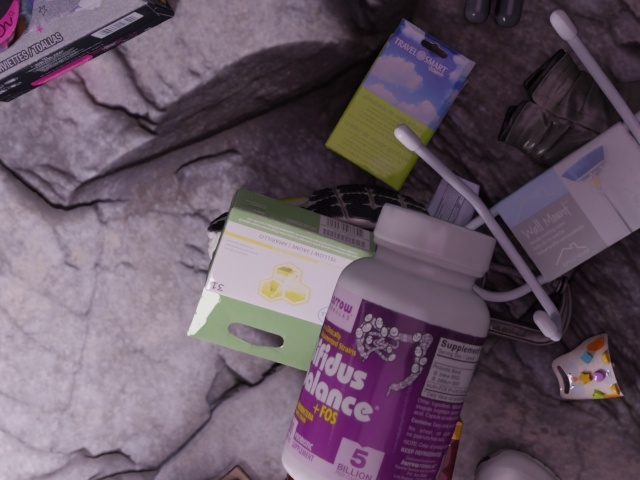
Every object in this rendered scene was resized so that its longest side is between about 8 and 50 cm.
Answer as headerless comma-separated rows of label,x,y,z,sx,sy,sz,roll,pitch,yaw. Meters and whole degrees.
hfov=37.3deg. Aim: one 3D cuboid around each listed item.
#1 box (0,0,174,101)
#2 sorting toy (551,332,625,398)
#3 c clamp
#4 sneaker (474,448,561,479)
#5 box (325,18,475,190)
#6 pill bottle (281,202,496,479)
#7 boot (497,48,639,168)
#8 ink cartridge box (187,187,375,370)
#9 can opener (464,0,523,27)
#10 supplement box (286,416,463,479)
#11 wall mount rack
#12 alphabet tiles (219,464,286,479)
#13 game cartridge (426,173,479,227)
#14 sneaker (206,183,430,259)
box,-0.322,-0.276,1.102,0.247,0.163,0.142,-26,96,6
sorting toy,0.331,0.168,1.184,0.075,0.045,0.083,-16,96,24
c clamp,0.242,0.059,1.177,0.161,0.022,0.137,21,101,0
sneaker,0.285,0.393,1.165,0.111,0.129,0.297,-29,93,8
box,0.096,-0.164,1.151,0.109,0.042,0.178,31,97,-1
pill bottle,0.079,0.120,0.999,0.169,0.169,0.301,18,92,1
boot,0.336,-0.174,1.115,0.161,0.083,0.246,40,102,-1
ink cartridge box,-0.054,0.066,1.124,0.171,0.056,0.235,18,121,-8
can opener,0.221,-0.393,1.090,0.076,0.095,0.283,9,97,3
supplement box,0.057,0.282,1.158,0.191,0.129,0.194,10,94,1
wall mount rack,0.264,-0.070,1.057,0.350,0.130,0.304,-35,93,20
alphabet tiles,-0.053,0.474,1.253,0.285,0.011,0.342,-43,93,7
game cartridge,0.162,-0.039,1.177,0.056,0.017,0.083,25,98,4
sneaker,0.000,0.000,1.164,0.275,0.107,0.110,-8,114,10
